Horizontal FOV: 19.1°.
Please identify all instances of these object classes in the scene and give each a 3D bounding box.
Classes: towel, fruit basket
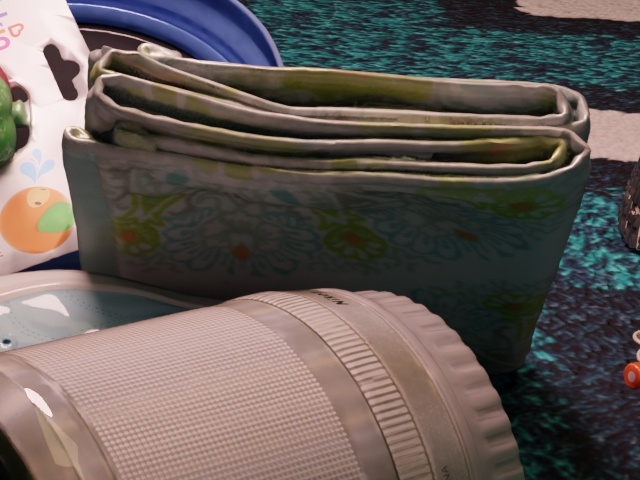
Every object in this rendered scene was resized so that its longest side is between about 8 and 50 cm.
[{"bbox_3d":[0.000,0.000,1.272,0.320,0.090,0.374,6,-25,0],"label":"towel"},{"bbox_3d":[-0.340,-0.088,1.433,0.353,0.165,0.327,-23,61,-6],"label":"fruit basket"}]

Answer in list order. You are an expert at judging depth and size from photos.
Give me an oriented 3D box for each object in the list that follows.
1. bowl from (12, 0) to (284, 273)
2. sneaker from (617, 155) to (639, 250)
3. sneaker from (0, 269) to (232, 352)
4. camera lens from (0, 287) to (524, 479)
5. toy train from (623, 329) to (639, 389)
[{"bbox_3d":[-0.222,-0.107,1.635,0.391,0.077,0.391,3,45,-3],"label":"bowl"},{"bbox_3d":[0.353,-0.013,1.672,0.122,0.110,0.283,17,18,-16],"label":"sneaker"},{"bbox_3d":[-0.111,0.100,1.189,0.366,0.135,0.150,-2,16,-11],"label":"sneaker"},{"bbox_3d":[-0.063,0.145,0.938,0.274,0.219,0.219,-11,24,-36],"label":"camera lens"},{"bbox_3d":[0.298,0.113,1.354,0.166,0.046,0.125,11,20,14],"label":"toy train"}]
